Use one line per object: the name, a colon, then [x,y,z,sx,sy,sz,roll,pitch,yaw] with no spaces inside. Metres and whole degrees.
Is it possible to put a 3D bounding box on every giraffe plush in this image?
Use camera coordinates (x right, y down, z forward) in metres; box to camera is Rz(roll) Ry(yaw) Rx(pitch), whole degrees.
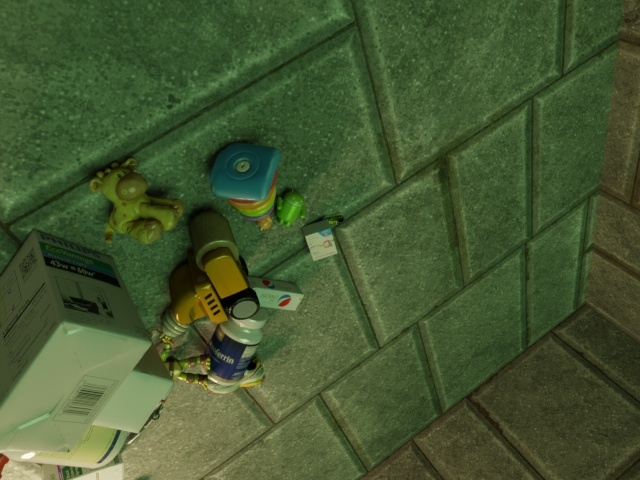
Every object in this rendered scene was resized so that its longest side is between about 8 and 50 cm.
giraffe plush: [-0.462,-0.105,1.287,0.210,0.181,0.171,-5,121,10]

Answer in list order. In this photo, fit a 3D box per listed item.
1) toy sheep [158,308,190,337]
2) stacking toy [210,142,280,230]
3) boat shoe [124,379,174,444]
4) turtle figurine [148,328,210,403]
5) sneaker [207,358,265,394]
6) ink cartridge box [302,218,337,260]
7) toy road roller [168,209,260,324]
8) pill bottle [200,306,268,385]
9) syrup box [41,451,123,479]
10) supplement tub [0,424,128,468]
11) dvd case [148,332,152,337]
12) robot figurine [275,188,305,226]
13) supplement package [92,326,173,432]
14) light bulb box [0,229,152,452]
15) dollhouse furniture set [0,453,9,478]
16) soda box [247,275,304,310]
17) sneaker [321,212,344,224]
toy sheep: [-0.441,0.246,1.595,0.132,0.091,0.091,-48,136,4]
stacking toy: [-0.184,-0.120,1.478,0.302,0.165,0.175,77,23,-60]
boat shoe: [-0.572,0.552,1.715,0.306,0.113,0.105,-51,145,-2]
turtle figurine: [-0.460,0.416,1.639,0.217,0.087,0.270,8,83,-17]
sneaker: [-0.311,0.482,1.886,0.225,0.088,0.093,-11,107,-30]
ink cartridge box: [0.000,0.000,1.738,0.088,0.052,0.123,-18,135,0]
toy road roller: [-0.330,0.103,1.493,0.240,0.203,0.330,-21,135,-7]
pill bottle: [-0.280,0.330,1.729,0.153,0.153,0.265,11,114,-41]
syrup box: [-0.784,0.766,1.736,0.236,0.093,0.096,-8,126,-31]
supplement tub: [-0.730,0.500,1.472,0.235,0.235,0.324,-49,136,6]
dvd case: [-0.582,0.317,1.600,0.119,0.013,0.087,11,115,-41]
robot figurine: [-0.093,-0.100,1.598,0.101,0.067,0.115,19,109,-30]
supplement package: [-0.557,0.343,1.418,0.177,0.293,0.175,33,93,-41]
light bulb box: [-0.639,0.234,1.246,0.358,0.361,0.225,-51,137,8]
dollhouse furniture set: [-1.018,0.628,1.385,0.374,0.201,0.152,-35,136,-8]
soda box: [-0.164,0.178,1.758,0.216,0.069,0.074,14,114,-41]
sneaker: [0.043,-0.067,1.745,0.083,0.035,0.031,-21,131,-22]
